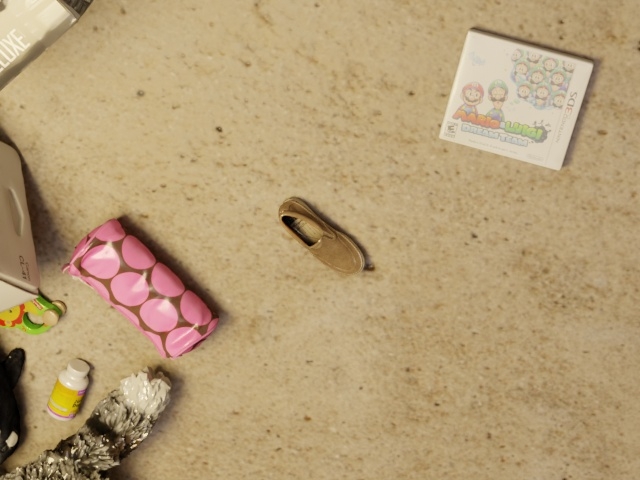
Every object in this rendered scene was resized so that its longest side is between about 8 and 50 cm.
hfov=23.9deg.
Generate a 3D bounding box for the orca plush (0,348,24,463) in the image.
[{"bbox_3d":[-0.467,0.168,2.093,0.151,0.102,0.287,-8,109,61],"label":"orca plush"}]

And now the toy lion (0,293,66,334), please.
[{"bbox_3d":[-0.413,0.091,2.063,0.096,0.034,0.100,-37,103,29],"label":"toy lion"}]

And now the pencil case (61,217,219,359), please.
[{"bbox_3d":[-0.236,0.069,1.991,0.209,0.095,0.098,43,82,-9],"label":"pencil case"}]

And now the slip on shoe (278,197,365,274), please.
[{"bbox_3d":[0.000,0.000,1.945,0.135,0.041,0.051,44,113,-10],"label":"slip on shoe"}]

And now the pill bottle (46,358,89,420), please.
[{"bbox_3d":[-0.347,0.206,2.092,0.043,0.043,0.083,24,115,-1],"label":"pill bottle"}]

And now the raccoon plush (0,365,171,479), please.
[{"bbox_3d":[-0.310,0.423,2.021,0.446,0.216,0.299,-49,68,23],"label":"raccoon plush"}]

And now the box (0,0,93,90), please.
[{"bbox_3d":[-0.349,-0.253,1.750,0.242,0.307,0.076,-37,106,22],"label":"box"}]

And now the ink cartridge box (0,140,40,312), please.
[{"bbox_3d":[-0.533,0.010,1.938,0.306,0.131,0.226,-23,66,19],"label":"ink cartridge box"}]

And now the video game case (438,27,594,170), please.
[{"bbox_3d":[0.238,-0.171,1.844,0.157,0.019,0.143,16,114,3],"label":"video game case"}]
